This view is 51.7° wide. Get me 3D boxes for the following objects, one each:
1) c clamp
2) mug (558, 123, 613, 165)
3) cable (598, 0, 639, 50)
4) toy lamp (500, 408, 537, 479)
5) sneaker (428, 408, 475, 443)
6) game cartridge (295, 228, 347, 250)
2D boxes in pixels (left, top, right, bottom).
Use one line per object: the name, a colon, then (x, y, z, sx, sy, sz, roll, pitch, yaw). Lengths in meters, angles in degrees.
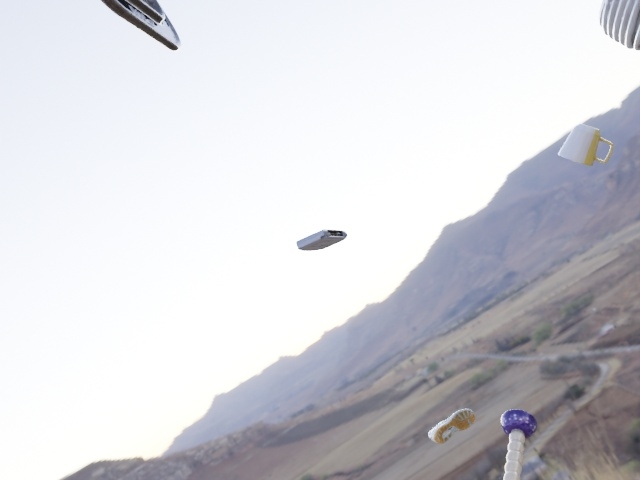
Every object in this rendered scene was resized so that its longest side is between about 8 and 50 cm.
c clamp: (-0.142, -0.185, 0.430, 0.022, 0.137, 0.161, -31, 1, 9)
mug: (0.473, -0.172, 1.181, 0.078, 0.062, 0.064, 10, -71, -22)
cable: (0.451, -0.363, 0.822, 0.257, 0.089, 0.257, -25, -35, -48)
toy lamp: (0.348, 0.427, 1.192, 0.080, 0.080, 0.274, -40, 10, 38)
sneaker: (0.204, 0.290, 1.042, 0.083, 0.032, 0.037, -22, -5, -24)
game cartridge: (0.000, 0.000, 0.977, 0.056, 0.017, 0.083, -28, -13, 23)
